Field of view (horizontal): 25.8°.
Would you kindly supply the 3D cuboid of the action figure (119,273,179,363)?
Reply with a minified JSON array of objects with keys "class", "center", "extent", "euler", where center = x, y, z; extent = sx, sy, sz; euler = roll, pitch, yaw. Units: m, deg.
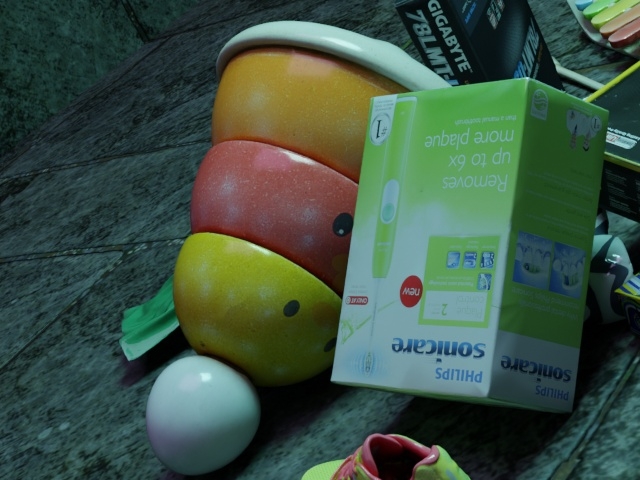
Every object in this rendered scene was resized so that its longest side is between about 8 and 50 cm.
[{"class":"action figure","center":[-0.149,0.060,1.770],"extent":[0.232,0.063,0.137],"euler":[-38,29,7]}]

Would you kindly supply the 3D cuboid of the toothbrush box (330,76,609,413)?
[{"class":"toothbrush box","center":[0.136,0.007,1.294],"extent":[0.206,0.122,0.283],"euler":[0,80,50]}]

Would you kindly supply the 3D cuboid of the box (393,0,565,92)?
[{"class":"box","center":[0.208,-0.222,1.693],"extent":[0.073,0.293,0.295],"euler":[-19,23,26]}]

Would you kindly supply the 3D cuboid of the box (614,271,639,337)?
[{"class":"box","center":[0.337,0.065,1.217],"extent":[0.059,0.054,0.169],"euler":[-35,22,-17]}]

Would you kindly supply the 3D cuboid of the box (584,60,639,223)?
[{"class":"box","center":[0.415,-0.094,1.322],"extent":[0.257,0.079,0.322],"euler":[-33,37,-25]}]

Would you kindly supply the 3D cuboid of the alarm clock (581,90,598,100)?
[{"class":"alarm clock","center":[0.347,-0.140,1.651],"extent":[0.129,0.064,0.192],"euler":[-13,28,35]}]

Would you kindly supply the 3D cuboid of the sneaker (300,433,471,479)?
[{"class":"sneaker","center":[0.052,0.202,1.205],"extent":[0.208,0.094,0.081],"euler":[-7,32,46]}]

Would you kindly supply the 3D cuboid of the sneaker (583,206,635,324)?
[{"class":"sneaker","center":[0.221,0.021,1.402],"extent":[0.153,0.094,0.235],"euler":[-17,33,5]}]

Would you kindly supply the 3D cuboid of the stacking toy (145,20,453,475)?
[{"class":"stacking toy","center":[-0.039,0.039,1.507],"extent":[0.351,0.350,0.480],"euler":[0,59,51]}]

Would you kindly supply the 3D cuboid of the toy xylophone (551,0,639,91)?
[{"class":"toy xylophone","center":[0.423,-0.296,1.884],"extent":[0.236,0.081,0.323],"euler":[-34,22,-11]}]
